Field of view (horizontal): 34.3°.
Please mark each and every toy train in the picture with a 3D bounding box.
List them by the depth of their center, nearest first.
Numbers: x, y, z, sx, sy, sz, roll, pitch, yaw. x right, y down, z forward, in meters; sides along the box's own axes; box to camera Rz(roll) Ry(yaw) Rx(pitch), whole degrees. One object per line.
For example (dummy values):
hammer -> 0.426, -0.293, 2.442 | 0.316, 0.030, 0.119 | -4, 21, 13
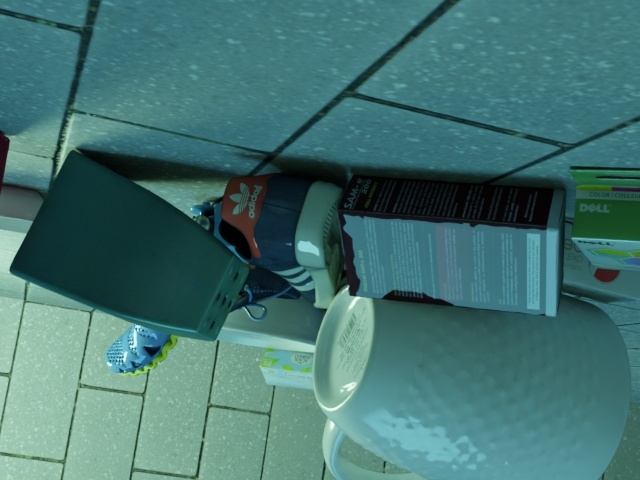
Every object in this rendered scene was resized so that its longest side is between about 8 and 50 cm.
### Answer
toy train -> -0.118, -0.004, 1.465 | 0.105, 0.080, 0.184 | 0, 168, 13

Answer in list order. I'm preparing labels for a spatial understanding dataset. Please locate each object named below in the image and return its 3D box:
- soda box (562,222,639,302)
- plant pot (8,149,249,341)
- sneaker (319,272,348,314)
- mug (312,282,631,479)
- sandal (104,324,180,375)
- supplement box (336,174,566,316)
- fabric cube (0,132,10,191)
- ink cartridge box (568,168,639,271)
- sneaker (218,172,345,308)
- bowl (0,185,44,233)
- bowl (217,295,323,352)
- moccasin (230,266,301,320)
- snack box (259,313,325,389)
soda box -> 0.299, 0.021, 1.275 | 0.216, 0.074, 0.069 | 14, 168, -25
plant pot -> -0.220, 0.027, 1.287 | 0.234, 0.165, 0.166 | 25, 172, 10
sneaker -> 0.075, 0.135, 1.863 | 0.227, 0.087, 0.130 | 40, 170, 21
mug -> 0.149, 0.204, 1.331 | 0.328, 0.276, 0.374 | 17, 124, -22
sandal -> -0.342, 0.162, 2.185 | 0.317, 0.126, 0.138 | -40, 133, 11
supplement box -> 0.146, 0.005, 1.152 | 0.239, 0.073, 0.130 | 5, 131, 16
fabric cube -> -0.522, -0.038, 1.109 | 0.258, 0.254, 0.259 | 7, 169, 8
ink cartridge box -> 0.327, -0.016, 1.084 | 0.109, 0.062, 0.209 | 4, 168, 24
sneaker -> -0.042, -0.008, 1.292 | 0.148, 0.131, 0.350 | 14, 165, 8
bowl -> -0.470, -0.048, 1.569 | 0.142, 0.053, 0.142 | 8, 169, -4
bowl -> -0.118, 0.133, 2.039 | 0.298, 0.134, 0.298 | 9, 170, 2
moccasin -> -0.170, 0.071, 1.792 | 0.342, 0.117, 0.137 | 18, 166, -41
snack box -> -0.011, 0.216, 2.204 | 0.174, 0.207, 0.070 | 4, 138, 21
